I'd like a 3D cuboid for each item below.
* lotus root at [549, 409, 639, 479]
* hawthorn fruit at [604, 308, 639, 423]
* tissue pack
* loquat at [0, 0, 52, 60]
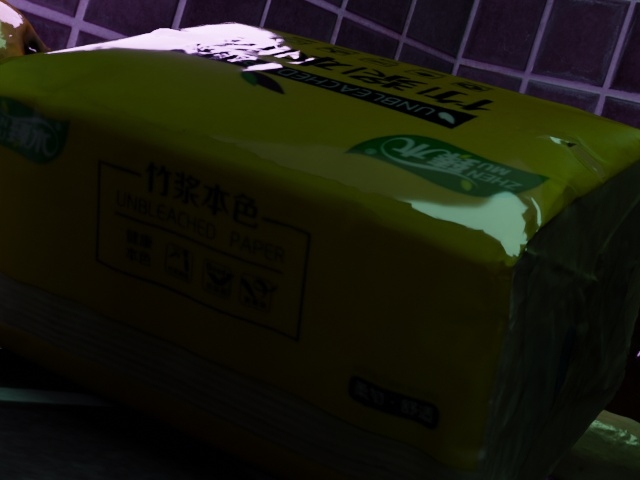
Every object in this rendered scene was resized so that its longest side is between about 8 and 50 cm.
[{"bbox_3d":[0.216,0.165,0.923,0.150,0.062,0.073,17,12,3],"label":"lotus root"},{"bbox_3d":[0.398,0.102,1.159,0.268,0.267,0.301,22,-2,44],"label":"hawthorn fruit"},{"bbox_3d":[0.000,0.000,0.781,0.382,0.228,0.293,20,24,26],"label":"tissue pack"},{"bbox_3d":[-0.516,-0.216,1.680,0.275,0.275,0.275,17,5,-1],"label":"loquat"}]
